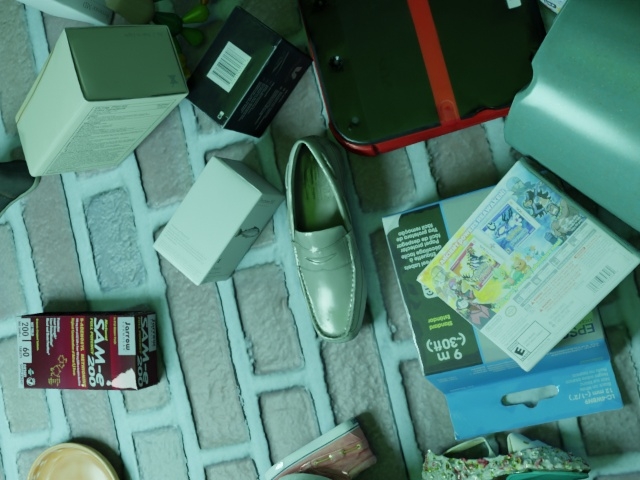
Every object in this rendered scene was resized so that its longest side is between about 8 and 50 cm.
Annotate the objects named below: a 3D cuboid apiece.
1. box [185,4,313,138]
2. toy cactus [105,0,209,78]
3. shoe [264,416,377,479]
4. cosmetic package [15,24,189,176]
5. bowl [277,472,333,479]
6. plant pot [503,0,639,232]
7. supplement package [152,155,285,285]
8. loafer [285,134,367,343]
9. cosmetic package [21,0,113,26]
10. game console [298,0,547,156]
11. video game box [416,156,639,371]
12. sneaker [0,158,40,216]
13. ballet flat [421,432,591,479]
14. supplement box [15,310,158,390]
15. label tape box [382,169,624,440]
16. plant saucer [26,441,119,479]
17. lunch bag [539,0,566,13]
[{"bbox_3d":[-0.110,-0.250,1.128,0.093,0.158,0.156,39,101,12],"label":"box"},{"bbox_3d":[-0.262,-0.356,1.177,0.112,0.180,0.219,12,89,38],"label":"toy cactus"},{"bbox_3d":[0.000,0.353,1.149,0.178,0.063,0.081,-34,75,11],"label":"shoe"},{"bbox_3d":[-0.344,-0.205,1.131,0.309,0.160,0.113,-26,80,52],"label":"cosmetic package"},{"bbox_3d":[-0.024,0.441,1.093,0.290,0.289,0.156,-4,46,18],"label":"bowl"},{"bbox_3d":[0.420,-0.147,0.854,0.334,0.341,0.341,33,100,16],"label":"plant pot"},{"bbox_3d":[-0.160,-0.031,1.176,0.105,0.105,0.179,39,103,14],"label":"supplement package"},{"bbox_3d":[0.000,0.000,1.120,0.112,0.111,0.319,-11,87,18],"label":"loafer"},{"bbox_3d":[-0.433,-0.493,1.198,0.138,0.224,0.224,18,96,18],"label":"cosmetic package"},{"bbox_3d":[0.139,-0.345,1.108,0.342,0.060,0.386,-15,87,12],"label":"game console"},{"bbox_3d":[0.257,0.032,0.931,0.187,0.048,0.205,40,114,5],"label":"video game box"},{"bbox_3d":[-0.621,-0.077,1.321,0.222,0.118,0.083,-37,80,15],"label":"sneaker"},{"bbox_3d":[0.256,0.317,1.059,0.241,0.091,0.077,-13,61,14],"label":"ballet flat"},{"bbox_3d":[-0.403,0.189,1.276,0.239,0.073,0.130,-3,89,17],"label":"supplement box"},{"bbox_3d":[0.256,0.099,1.037,0.249,0.115,0.347,-16,84,18],"label":"label tape box"},{"bbox_3d":[-0.429,0.454,1.306,0.200,0.037,0.200,0,90,19],"label":"plant saucer"},{"bbox_3d":[0.326,-0.358,1.030,0.053,0.071,0.083,-22,84,16],"label":"lunch bag"}]
